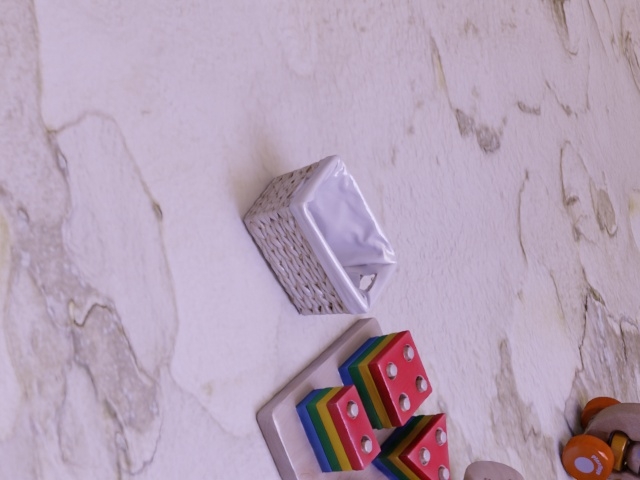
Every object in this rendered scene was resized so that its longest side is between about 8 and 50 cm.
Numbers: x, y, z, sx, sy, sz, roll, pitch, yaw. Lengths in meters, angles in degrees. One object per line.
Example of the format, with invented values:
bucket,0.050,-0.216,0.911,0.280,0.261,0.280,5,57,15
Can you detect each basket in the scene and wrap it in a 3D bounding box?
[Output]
basket,0.000,0.000,1.377,0.167,0.103,0.113,59,40,-22

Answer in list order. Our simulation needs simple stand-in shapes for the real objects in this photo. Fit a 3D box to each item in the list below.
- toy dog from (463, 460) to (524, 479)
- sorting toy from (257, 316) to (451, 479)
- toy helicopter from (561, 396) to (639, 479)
toy dog,0.210,0.415,1.431,0.334,0.161,0.220,-49,143,-48
sorting toy,0.070,0.257,1.404,0.257,0.089,0.255,-37,110,-51
toy helicopter,0.567,0.419,1.894,0.140,0.235,0.355,-45,116,-49
